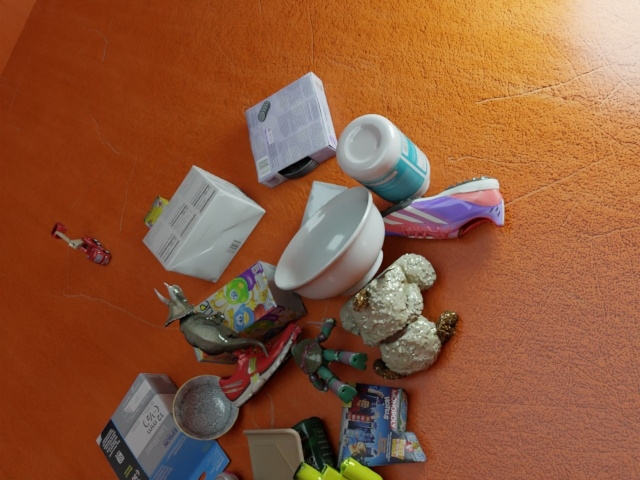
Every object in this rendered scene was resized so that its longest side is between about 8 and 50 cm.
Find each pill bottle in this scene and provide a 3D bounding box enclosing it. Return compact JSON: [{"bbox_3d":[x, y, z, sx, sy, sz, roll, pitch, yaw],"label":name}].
[{"bbox_3d":[0.158,-0.173,1.365,0.146,0.264,0.146,-11,69,30],"label":"pill bottle"}]

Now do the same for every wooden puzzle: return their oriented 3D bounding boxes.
[{"bbox_3d":[-0.090,0.556,1.389,0.221,0.044,0.238,-23,78,50],"label":"wooden puzzle"}]

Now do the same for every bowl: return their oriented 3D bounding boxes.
[{"bbox_3d":[-0.304,0.450,1.575,0.080,0.170,0.170,113,144,-58],"label":"bowl"},{"bbox_3d":[0.045,0.029,1.336,0.298,0.134,0.297,-41,21,20],"label":"bowl"}]

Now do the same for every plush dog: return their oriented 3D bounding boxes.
[{"bbox_3d":[0.172,0.188,1.316,0.262,0.211,0.225,-41,84,18],"label":"plush dog"}]

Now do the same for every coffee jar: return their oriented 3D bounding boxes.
[{"bbox_3d":[-0.009,0.513,1.383,0.096,0.079,0.184,-41,58,21],"label":"coffee jar"}]

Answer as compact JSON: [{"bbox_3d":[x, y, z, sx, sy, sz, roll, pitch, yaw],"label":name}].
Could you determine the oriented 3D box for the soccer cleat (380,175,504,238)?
[{"bbox_3d":[0.261,-0.047,1.365,0.318,0.109,0.116,-18,77,28],"label":"soccer cleat"}]

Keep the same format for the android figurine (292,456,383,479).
[{"bbox_3d":[0.043,0.598,1.264,0.273,0.056,0.248,34,77,3],"label":"android figurine"}]

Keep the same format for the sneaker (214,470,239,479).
[{"bbox_3d":[-0.265,0.703,1.472,0.103,0.111,0.252,5,79,34],"label":"sneaker"}]

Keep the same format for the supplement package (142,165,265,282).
[{"bbox_3d":[-0.325,-0.041,1.676,0.145,0.204,0.261,42,100,33],"label":"supplement package"}]

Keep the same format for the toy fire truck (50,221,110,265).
[{"bbox_3d":[-0.815,0.013,2.019,0.192,0.135,0.047,34,96,35],"label":"toy fire truck"}]

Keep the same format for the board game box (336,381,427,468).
[{"bbox_3d":[0.141,0.423,1.325,0.194,0.060,0.194,-1,75,31],"label":"board game box"}]

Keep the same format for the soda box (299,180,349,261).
[{"bbox_3d":[0.000,0.000,1.511,0.098,0.091,0.286,14,83,19],"label":"soda box"}]

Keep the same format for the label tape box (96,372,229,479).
[{"bbox_3d":[-0.438,0.571,1.625,0.348,0.115,0.249,40,99,36],"label":"label tape box"}]

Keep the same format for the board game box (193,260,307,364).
[{"bbox_3d":[-0.198,0.196,1.561,0.275,0.144,0.142,-36,61,20],"label":"board game box"}]

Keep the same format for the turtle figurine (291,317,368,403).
[{"bbox_3d":[0.003,0.277,1.384,0.234,0.118,0.175,19,104,53],"label":"turtle figurine"}]

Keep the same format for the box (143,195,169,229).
[{"bbox_3d":[-0.487,-0.061,1.887,0.179,0.043,0.105,36,97,32],"label":"box"}]

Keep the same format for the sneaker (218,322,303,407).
[{"bbox_3d":[-0.159,0.301,1.506,0.118,0.107,0.279,44,102,8],"label":"sneaker"}]

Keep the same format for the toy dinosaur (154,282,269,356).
[{"bbox_3d":[-0.263,0.227,1.410,0.314,0.160,0.121,32,97,33],"label":"toy dinosaur"}]

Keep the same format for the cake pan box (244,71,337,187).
[{"bbox_3d":[-0.084,-0.307,1.684,0.246,0.070,0.266,-27,63,26],"label":"cake pan box"}]
